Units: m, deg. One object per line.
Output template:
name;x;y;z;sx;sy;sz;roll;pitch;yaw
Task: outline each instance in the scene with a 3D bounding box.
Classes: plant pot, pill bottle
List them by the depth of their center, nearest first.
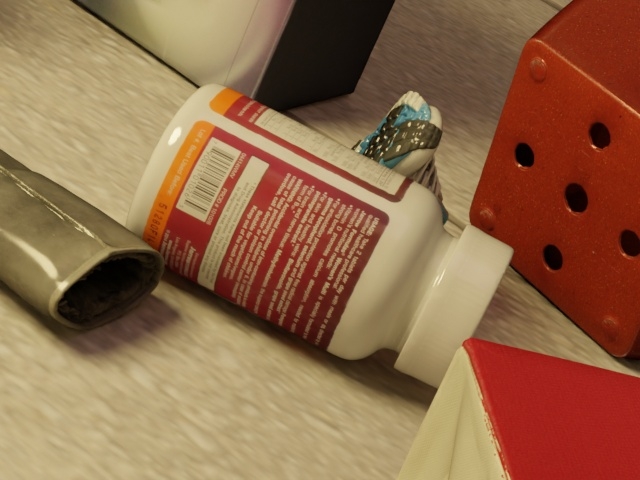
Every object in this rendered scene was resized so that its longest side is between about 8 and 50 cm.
pill bottle;0.000;0.000;0.930;0.221;0.121;0.121;27;27;4
plant pot;0.272;-0.057;1.135;0.236;0.267;0.267;-18;48;-34

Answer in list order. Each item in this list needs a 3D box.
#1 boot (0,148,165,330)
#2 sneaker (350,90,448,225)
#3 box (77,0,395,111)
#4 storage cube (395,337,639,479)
boot;-0.218;-0.020;0.860;0.208;0.076;0.190;44;35;21
sneaker;0.061;-0.042;1.030;0.083;0.071;0.191;35;-16;-4
box;-0.070;-0.306;1.223;0.294;0.296;0.183;35;28;20
storage cube;0.128;0.183;0.647;0.193;0.183;0.215;15;30;-16
